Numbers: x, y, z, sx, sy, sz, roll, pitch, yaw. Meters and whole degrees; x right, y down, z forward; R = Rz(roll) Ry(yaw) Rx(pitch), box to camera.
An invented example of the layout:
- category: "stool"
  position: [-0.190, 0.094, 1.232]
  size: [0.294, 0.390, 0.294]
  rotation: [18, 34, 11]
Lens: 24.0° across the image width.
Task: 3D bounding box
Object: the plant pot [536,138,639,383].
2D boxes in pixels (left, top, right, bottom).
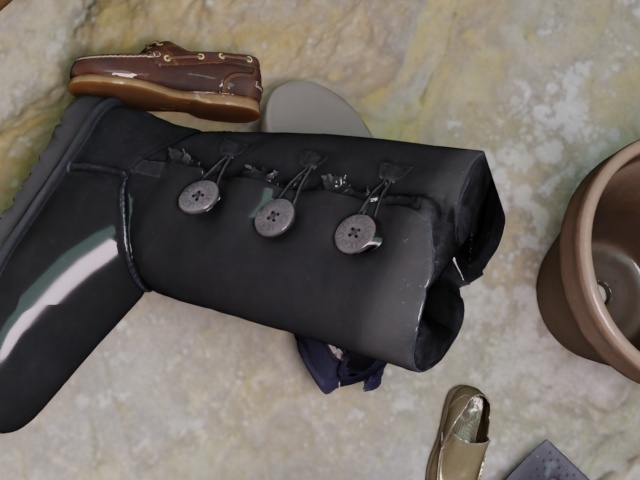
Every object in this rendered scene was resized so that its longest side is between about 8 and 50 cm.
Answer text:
- category: "plant pot"
  position: [0.343, 0.041, 1.590]
  size: [0.263, 0.229, 0.263]
  rotation: [4, 76, -15]

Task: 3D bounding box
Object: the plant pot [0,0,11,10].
- category: "plant pot"
  position: [-0.383, -0.289, 1.467]
  size: [0.237, 0.237, 0.254]
  rotation: [34, 84, -7]

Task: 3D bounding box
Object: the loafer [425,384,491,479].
- category: "loafer"
  position: [0.147, 0.222, 1.586]
  size: [0.056, 0.050, 0.148]
  rotation: [11, 75, -14]

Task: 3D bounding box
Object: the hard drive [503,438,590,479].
- category: "hard drive"
  position: [0.209, 0.354, 1.573]
  size: [0.172, 0.054, 0.255]
  rotation: [43, 70, -3]

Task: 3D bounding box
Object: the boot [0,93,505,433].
- category: "boot"
  position: [-0.091, 0.054, 1.385]
  size: [0.445, 0.146, 0.367]
  rotation: [13, 71, 22]

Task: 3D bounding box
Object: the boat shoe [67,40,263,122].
- category: "boat shoe"
  position: [-0.161, -0.172, 1.575]
  size: [0.207, 0.073, 0.073]
  rotation: [6, 74, -22]

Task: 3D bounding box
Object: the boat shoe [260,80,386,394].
- category: "boat shoe"
  position: [0.000, 0.000, 1.562]
  size: [0.127, 0.158, 0.341]
  rotation: [1, 48, -23]
